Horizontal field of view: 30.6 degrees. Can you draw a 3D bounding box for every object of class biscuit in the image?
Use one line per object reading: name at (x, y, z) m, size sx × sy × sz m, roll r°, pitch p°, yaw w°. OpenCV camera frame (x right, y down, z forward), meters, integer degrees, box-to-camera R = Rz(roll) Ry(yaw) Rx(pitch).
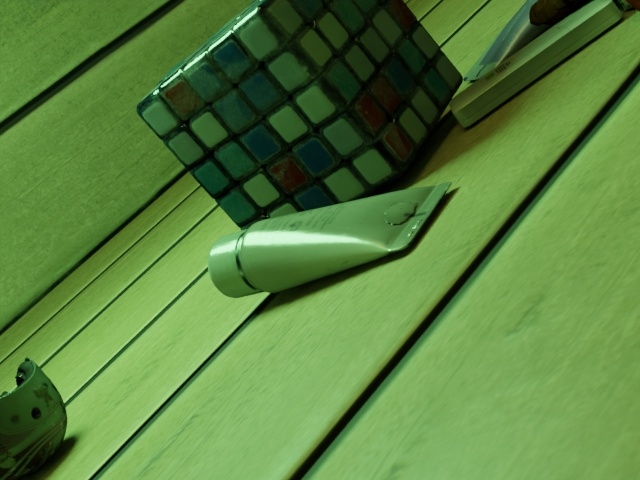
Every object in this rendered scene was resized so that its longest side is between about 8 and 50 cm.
biscuit at (0.372, -0.352, 1.624) m, size 0.192 × 0.049 × 0.192 m, roll -29°, pitch -5°, yaw -3°

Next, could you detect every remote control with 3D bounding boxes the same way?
remote control at (0.281, -0.239, 1.552) m, size 0.250 × 0.034 × 0.103 m, roll -35°, pitch 12°, yaw 10°

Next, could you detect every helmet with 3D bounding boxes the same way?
helmet at (-0.389, 0.250, 1.502) m, size 0.177 × 0.107 × 0.153 m, roll -53°, pitch 7°, yaw 25°

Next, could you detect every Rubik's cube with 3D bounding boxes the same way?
Rubik's cube at (-0.022, -0.205, 1.632) m, size 0.293 × 0.287 × 0.292 m, roll -31°, pitch 16°, yaw 38°

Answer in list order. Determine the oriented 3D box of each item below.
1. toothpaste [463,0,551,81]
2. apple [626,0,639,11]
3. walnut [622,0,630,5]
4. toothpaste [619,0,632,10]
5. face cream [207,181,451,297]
toothpaste at (0.358, -0.376, 1.770) m, size 0.371 × 0.080 × 0.125 m, roll -44°, pitch 12°, yaw -5°
apple at (0.345, -0.343, 1.182) m, size 0.179 × 0.254 × 0.346 m, roll -40°, pitch 5°, yaw 35°
walnut at (0.406, -0.313, 1.423) m, size 0.091 × 0.052 × 0.121 m, roll -35°, pitch 17°, yaw 4°
toothpaste at (0.485, -0.403, 1.511) m, size 0.267 × 0.065 × 0.050 m, roll -39°, pitch 7°, yaw -3°
face cream at (0.000, 0.000, 1.369) m, size 0.314 × 0.089 × 0.143 m, roll -17°, pitch 21°, yaw 39°
